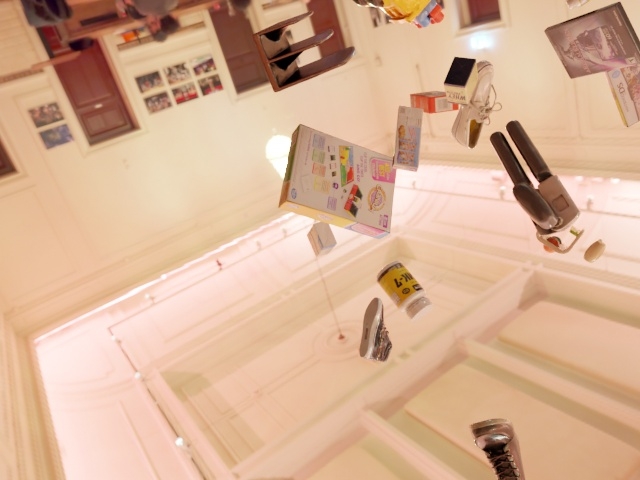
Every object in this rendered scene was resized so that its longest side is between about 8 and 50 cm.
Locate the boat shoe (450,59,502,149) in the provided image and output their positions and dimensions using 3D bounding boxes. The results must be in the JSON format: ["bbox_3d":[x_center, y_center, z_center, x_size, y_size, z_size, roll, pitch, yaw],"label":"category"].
[{"bbox_3d":[0.624,-0.509,2.038,0.136,0.367,0.156,-17,-129,-22],"label":"boat shoe"}]

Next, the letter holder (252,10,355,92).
[{"bbox_3d":[-0.029,-0.541,1.420,0.215,0.151,0.301,-15,-155,16],"label":"letter holder"}]

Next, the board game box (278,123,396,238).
[{"bbox_3d":[0.057,-0.161,1.455,0.317,0.242,0.064,17,158,-19],"label":"board game box"}]

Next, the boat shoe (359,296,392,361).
[{"bbox_3d":[0.171,0.264,1.529,0.083,0.183,0.065,19,167,-24],"label":"boat shoe"}]

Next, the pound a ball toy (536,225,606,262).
[{"bbox_3d":[0.885,0.005,1.852,0.208,0.135,0.319,38,-160,21],"label":"pound a ball toy"}]

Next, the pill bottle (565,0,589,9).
[{"bbox_3d":[0.746,-0.694,1.477,0.083,0.043,0.043,-28,-166,28],"label":"pill bottle"}]

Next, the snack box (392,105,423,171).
[{"bbox_3d":[0.223,-0.261,1.322,0.064,0.178,0.022,10,159,-2],"label":"snack box"}]

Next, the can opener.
[{"bbox_3d":[0.377,-0.128,0.951,0.076,0.095,0.283,-36,-137,27],"label":"can opener"}]

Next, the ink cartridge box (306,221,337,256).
[{"bbox_3d":[0.000,0.000,2.027,0.060,0.104,0.180,-20,168,-17],"label":"ink cartridge box"}]

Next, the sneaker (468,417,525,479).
[{"bbox_3d":[0.385,0.456,1.096,0.083,0.222,0.118,-24,-133,25],"label":"sneaker"}]

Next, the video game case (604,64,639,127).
[{"bbox_3d":[1.094,-0.542,1.696,0.275,0.248,0.035,-31,-149,17],"label":"video game case"}]

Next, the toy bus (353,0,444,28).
[{"bbox_3d":[0.191,-0.587,1.237,0.149,0.211,0.220,-51,-156,7],"label":"toy bus"}]

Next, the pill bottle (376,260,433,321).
[{"bbox_3d":[0.307,0.185,1.888,0.119,0.119,0.208,-26,-119,-22],"label":"pill bottle"}]

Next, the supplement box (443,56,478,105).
[{"bbox_3d":[0.355,-0.401,1.310,0.056,0.083,0.083,18,-103,27],"label":"supplement box"}]

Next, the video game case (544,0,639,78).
[{"bbox_3d":[0.846,-0.610,1.612,0.026,0.196,0.274,-43,-162,-11],"label":"video game case"}]

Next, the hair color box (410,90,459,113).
[{"bbox_3d":[0.342,-0.420,1.573,0.093,0.053,0.167,-10,-162,-8],"label":"hair color box"}]
